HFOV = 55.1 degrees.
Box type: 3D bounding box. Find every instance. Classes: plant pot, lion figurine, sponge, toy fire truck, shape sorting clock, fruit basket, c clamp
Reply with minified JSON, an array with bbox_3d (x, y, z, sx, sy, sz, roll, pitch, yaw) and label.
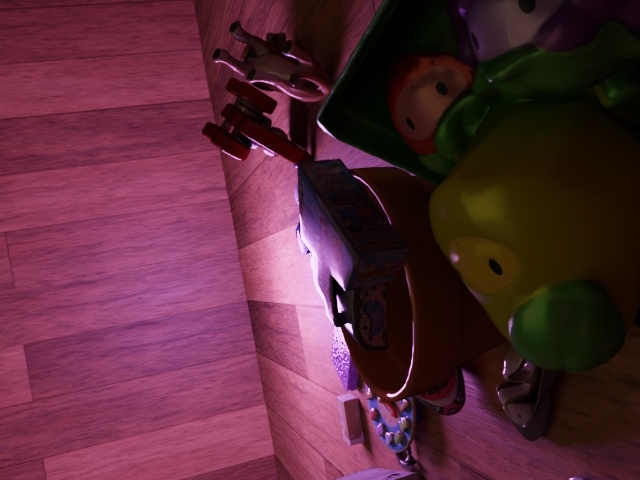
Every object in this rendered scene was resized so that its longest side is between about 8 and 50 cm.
[{"bbox_3d":[0.145,0.038,0.791,0.291,0.203,0.291,170,90,-73],"label":"plant pot"},{"bbox_3d":[-0.081,-0.379,1.379,0.142,0.240,0.392,-56,46,14],"label":"lion figurine"},{"bbox_3d":[0.063,0.258,1.493,0.117,0.031,0.210,-118,24,-46],"label":"sponge"},{"bbox_3d":[-0.142,-0.272,1.559,0.169,0.253,0.302,-60,27,7],"label":"toy fire truck"},{"bbox_3d":[0.135,0.315,1.222,0.206,0.040,0.206,180,90,-66],"label":"shape sorting clock"},{"bbox_3d":[0.154,-0.094,0.514,0.392,0.282,0.392,-157,90,-82],"label":"fruit basket"},{"bbox_3d":[0.165,0.394,1.249,0.137,0.022,0.161,167,93,-73],"label":"c clamp"}]

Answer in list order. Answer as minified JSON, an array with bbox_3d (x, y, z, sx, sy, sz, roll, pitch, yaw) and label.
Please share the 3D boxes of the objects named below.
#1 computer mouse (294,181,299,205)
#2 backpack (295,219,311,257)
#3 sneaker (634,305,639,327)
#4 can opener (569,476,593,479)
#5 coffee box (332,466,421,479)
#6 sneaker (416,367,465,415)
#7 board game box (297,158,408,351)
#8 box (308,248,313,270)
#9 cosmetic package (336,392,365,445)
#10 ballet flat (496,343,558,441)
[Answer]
[{"bbox_3d":[-0.035,-0.090,1.597,0.193,0.042,0.106,-116,22,-43],"label":"computer mouse"},{"bbox_3d":[0.000,0.000,1.439,0.098,0.101,0.120,106,147,-69],"label":"backpack"},{"bbox_3d":[0.310,0.102,0.490,0.222,0.083,0.118,-137,40,-62],"label":"sneaker"},{"bbox_3d":[0.292,0.411,0.699,0.076,0.095,0.284,-163,72,-70],"label":"can opener"},{"bbox_3d":[0.129,0.588,1.308,0.297,0.118,0.168,125,132,-67],"label":"coffee box"},{"bbox_3d":[0.148,0.161,1.026,0.112,0.120,0.299,54,-168,-40],"label":"sneaker"},{"bbox_3d":[0.032,0.024,0.699,0.194,0.060,0.194,-133,37,-63],"label":"board game box"},{"bbox_3d":[0.050,0.073,1.292,0.178,0.109,0.042,-119,23,-48],"label":"box"},{"bbox_3d":[0.076,0.450,1.544,0.060,0.041,0.115,172,88,-74],"label":"cosmetic package"},{"bbox_3d":[0.250,0.172,0.756,0.072,0.068,0.213,-121,26,-51],"label":"ballet flat"}]
